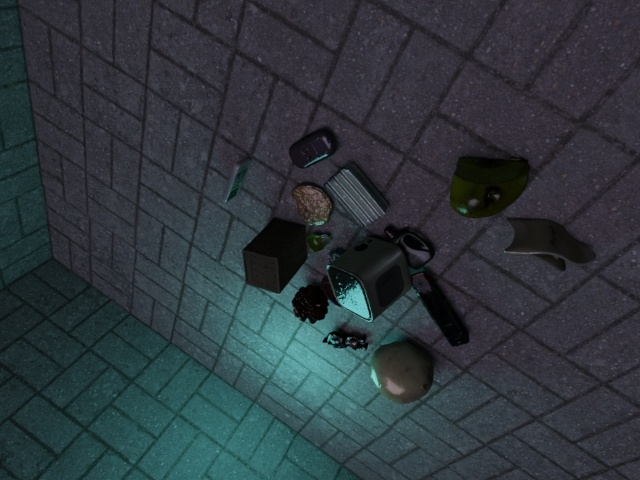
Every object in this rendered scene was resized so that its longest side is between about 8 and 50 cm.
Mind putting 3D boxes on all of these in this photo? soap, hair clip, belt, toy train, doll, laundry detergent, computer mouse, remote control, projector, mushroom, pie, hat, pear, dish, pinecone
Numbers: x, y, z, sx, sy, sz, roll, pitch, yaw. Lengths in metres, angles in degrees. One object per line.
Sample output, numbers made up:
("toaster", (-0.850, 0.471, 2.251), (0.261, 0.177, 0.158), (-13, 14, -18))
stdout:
("soap", (0.147, -0.190, 1.747), (0.150, 0.094, 0.261), (-35, 100, 37))
("hair clip", (0.795, 0.019, 1.469), (0.282, 0.172, 0.113), (28, 141, -2))
("belt", (0.147, 0.160, 2.009), (0.302, 0.072, 0.087), (47, 130, -7))
("toy train", (0.524, 0.294, 1.873), (0.086, 0.089, 0.409), (-27, 105, 30))
("doll", (0.131, 0.547, 2.301), (0.249, 0.088, 0.126), (-4, 100, 23))
("laundry detergent", (0.363, 0.015, 1.774), (0.222, 0.078, 0.144), (44, 136, -2))
("computer mouse", (-0.033, -0.375, 1.738), (0.232, 0.057, 0.120), (-20, 111, 42))
("remote control", (-0.399, -0.283, 1.992), (0.034, 0.103, 0.250), (39, 132, 4))
("projector", (0.206, 0.160, 1.804), (0.249, 0.249, 0.248), (19, 135, 49))
("mushroom", (0.395, 0.674, 2.127), (0.315, 0.314, 0.336), (23, 152, 15))
("pie", (-0.032, -0.159, 1.898), (0.185, 0.052, 0.218), (-6, 117, 36))
("hat", (0.098, 0.242, 2.082), (0.206, 0.089, 0.205), (29, 144, 23))
("pear", (0.561, -0.163, 1.407), (0.239, 0.255, 0.163), (6, 124, 21))
("dish", (0.000, 0.000, 2.004), (0.137, 0.039, 0.091), (-17, 107, 37))
("pinecone", (-0.061, 0.330, 2.183), (0.208, 0.207, 0.207), (16, 129, 21))

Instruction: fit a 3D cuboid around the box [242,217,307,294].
("box", (-0.208, 0.067, 2.005), (0.191, 0.297, 0.225), (14, 128, 18))
